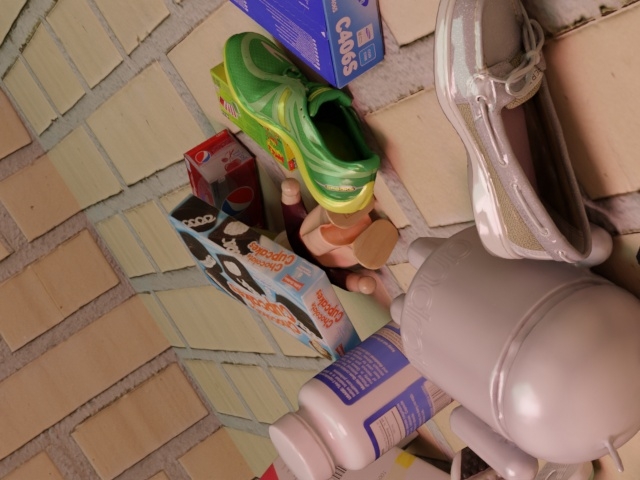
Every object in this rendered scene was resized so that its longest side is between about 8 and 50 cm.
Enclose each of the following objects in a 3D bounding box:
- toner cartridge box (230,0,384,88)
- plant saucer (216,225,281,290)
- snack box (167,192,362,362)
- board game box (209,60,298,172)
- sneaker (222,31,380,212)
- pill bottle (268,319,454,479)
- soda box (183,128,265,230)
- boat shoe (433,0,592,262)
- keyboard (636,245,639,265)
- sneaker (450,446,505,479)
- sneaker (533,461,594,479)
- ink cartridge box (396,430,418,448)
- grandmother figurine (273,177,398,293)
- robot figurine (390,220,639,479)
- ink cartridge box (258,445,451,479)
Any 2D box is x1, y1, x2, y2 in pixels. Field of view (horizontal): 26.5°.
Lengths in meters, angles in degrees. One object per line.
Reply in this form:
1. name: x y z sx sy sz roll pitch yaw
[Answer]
1. toner cartridge box: -0.065 -0.340 1.629 0.348 0.075 0.165 43 159 35
2. plant saucer: -0.093 0.037 2.296 0.188 0.045 0.188 12 148 13
3. snack box: -0.087 0.060 2.107 0.322 0.060 0.187 29 158 40
4. board game box: -0.088 -0.186 2.003 0.181 0.043 0.092 42 158 37
5. sneaker: -0.014 -0.174 1.782 0.295 0.109 0.123 51 140 16
6. pill bottle: 0.063 0.239 1.990 0.152 0.272 0.152 48 160 23
7. soda box: -0.157 -0.065 2.310 0.083 0.092 0.263 47 160 29
8. boat shoe: 0.190 -0.118 1.309 0.103 0.118 0.320 9 126 37
9. keyboard: 0.373 0.054 1.289 0.180 0.023 0.108 48 167 21
10. sneaker: 0.255 0.456 2.059 0.118 0.110 0.292 -34 71 66
11. sneaker: 0.349 0.378 1.838 0.151 0.094 0.256 31 145 4
12. ink cartridge box: 0.115 0.331 2.373 0.088 0.052 0.122 52 160 12
13. grandmother figurine: 0.000 0.000 2.023 0.207 0.104 0.342 64 160 3
14. robot figurine: 0.225 0.109 1.467 0.353 0.200 0.299 33 117 49
15. ink cartridge box: 0.076 0.490 2.264 0.385 0.279 0.160 24 153 39
